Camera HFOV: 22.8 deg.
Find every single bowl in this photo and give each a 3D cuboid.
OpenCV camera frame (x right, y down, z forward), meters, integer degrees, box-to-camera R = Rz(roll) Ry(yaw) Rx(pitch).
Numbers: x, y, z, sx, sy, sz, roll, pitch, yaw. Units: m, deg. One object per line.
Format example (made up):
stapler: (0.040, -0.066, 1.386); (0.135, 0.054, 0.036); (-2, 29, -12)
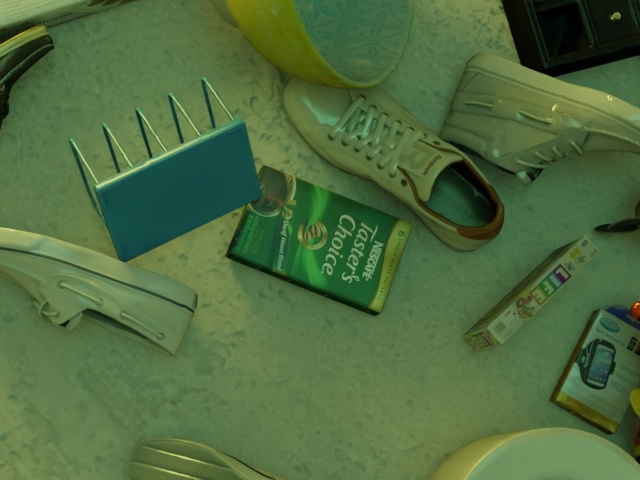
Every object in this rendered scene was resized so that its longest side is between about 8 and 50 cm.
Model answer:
bowl: (-0.031, -0.298, 1.724); (0.156, 0.289, 0.289); (-6, 80, 31)

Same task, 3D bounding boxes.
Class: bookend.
bookend: (0.298, -0.280, 1.839); (0.157, 0.072, 0.156); (-14, 84, -12)

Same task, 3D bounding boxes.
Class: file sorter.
file sorter: (-0.168, -0.080, 1.695); (0.170, 0.118, 0.104); (-26, 51, -13)

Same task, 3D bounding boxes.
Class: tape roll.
tape roll: (0.229, 0.322, 1.685); (0.246, 0.169, 0.246); (1, 82, -10)

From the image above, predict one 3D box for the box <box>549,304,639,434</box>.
box: (0.326, 0.142, 1.803); (0.081, 0.028, 0.136); (30, 75, -4)

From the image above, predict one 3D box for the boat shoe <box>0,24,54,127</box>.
boat shoe: (-0.370, -0.144, 1.703); (0.223, 0.080, 0.073); (-38, 95, -8)

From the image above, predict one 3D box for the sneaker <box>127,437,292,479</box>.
sneaker: (-0.082, 0.282, 1.682); (0.258, 0.091, 0.094); (21, 83, 15)

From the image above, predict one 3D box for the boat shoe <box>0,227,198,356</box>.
boat shoe: (-0.260, 0.055, 1.679); (0.258, 0.095, 0.084); (17, 75, -6)

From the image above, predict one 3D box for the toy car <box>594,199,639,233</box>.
toy car: (0.401, -0.053, 1.791); (0.188, 0.155, 0.149); (-22, 86, 0)

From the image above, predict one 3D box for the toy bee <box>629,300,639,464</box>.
toy bee: (0.410, 0.138, 1.753); (0.162, 0.195, 0.298); (31, 95, 31)

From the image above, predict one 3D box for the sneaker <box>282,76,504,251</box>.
sneaker: (0.090, -0.104, 1.751); (0.290, 0.123, 0.106); (36, 79, -2)

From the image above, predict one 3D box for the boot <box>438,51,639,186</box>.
boot: (0.262, -0.112, 1.776); (0.258, 0.095, 0.123); (22, 85, 23)

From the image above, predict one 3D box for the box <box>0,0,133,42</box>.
box: (-0.272, -0.282, 1.745); (0.324, 0.063, 0.067); (-21, 84, -12)

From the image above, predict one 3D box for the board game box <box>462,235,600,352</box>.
board game box: (0.233, 0.061, 1.759); (0.154, 0.103, 0.026); (-42, 90, -13)

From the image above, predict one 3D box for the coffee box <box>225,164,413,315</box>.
coffee box: (0.000, 0.000, 1.760); (0.184, 0.040, 0.113); (23, 78, -6)
